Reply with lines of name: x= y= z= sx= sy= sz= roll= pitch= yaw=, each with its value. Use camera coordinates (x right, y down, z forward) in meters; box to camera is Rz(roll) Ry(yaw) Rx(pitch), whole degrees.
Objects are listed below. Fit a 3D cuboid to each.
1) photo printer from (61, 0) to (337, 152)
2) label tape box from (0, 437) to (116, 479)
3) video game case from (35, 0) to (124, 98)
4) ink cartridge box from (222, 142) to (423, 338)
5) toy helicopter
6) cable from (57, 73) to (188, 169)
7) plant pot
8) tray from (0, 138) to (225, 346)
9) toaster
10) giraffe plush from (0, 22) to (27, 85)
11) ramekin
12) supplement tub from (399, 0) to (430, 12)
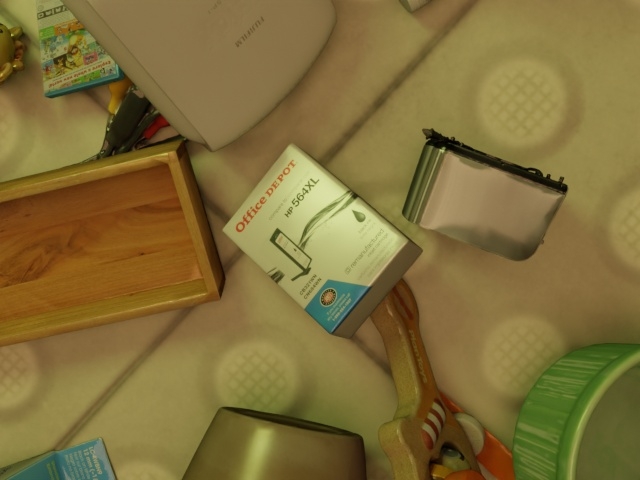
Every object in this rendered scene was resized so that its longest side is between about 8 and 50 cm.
photo printer: x=-0.119 y=-0.263 z=0.871 sx=0.256 sy=0.307 sz=0.107 roll=-48 pitch=53 yaw=-8
label tape box: x=-0.434 y=0.446 z=1.030 sx=0.347 sy=0.115 sz=0.249 roll=-18 pitch=90 yaw=1
video game case: x=-0.311 y=-0.276 z=0.981 sx=0.119 sy=0.015 sz=0.166 roll=-9 pitch=85 yaw=21
ink cartridge box: x=0.000 y=0.000 z=0.954 sx=0.203 sy=0.086 sz=0.148 roll=41 pitch=96 yaw=22
toy helicopter: x=0.141 y=0.213 z=0.968 sx=0.140 sy=0.235 sz=0.355 roll=-26 pitch=70 yaw=33
cable: x=-0.263 y=-0.129 z=1.020 sx=0.139 sy=0.072 sz=0.287 roll=33 pitch=110 yaw=-18
plant pot: x=-0.067 y=0.363 z=0.948 sx=0.323 sy=0.323 sz=0.280 roll=11 pitch=80 yaw=2
tray: x=-0.351 y=0.016 z=0.997 sx=0.410 sy=0.076 sz=0.203 roll=-12 pitch=110 yaw=5
toaster: x=0.187 y=-0.057 z=0.933 sx=0.185 sy=0.168 sz=0.110 roll=20 pitch=98 yaw=0
giraffe plush: x=-0.463 y=-0.234 z=0.945 sx=0.170 sy=0.210 sz=0.181 roll=-12 pitch=71 yaw=-1
ramekin: x=0.385 y=0.266 z=0.927 sx=0.303 sy=0.148 sz=0.304 roll=0 pitch=88 yaw=-18
supplement tub: x=0.139 y=-0.343 z=0.954 sx=0.107 sy=0.071 sz=0.071 roll=-36 pitch=93 yaw=6
